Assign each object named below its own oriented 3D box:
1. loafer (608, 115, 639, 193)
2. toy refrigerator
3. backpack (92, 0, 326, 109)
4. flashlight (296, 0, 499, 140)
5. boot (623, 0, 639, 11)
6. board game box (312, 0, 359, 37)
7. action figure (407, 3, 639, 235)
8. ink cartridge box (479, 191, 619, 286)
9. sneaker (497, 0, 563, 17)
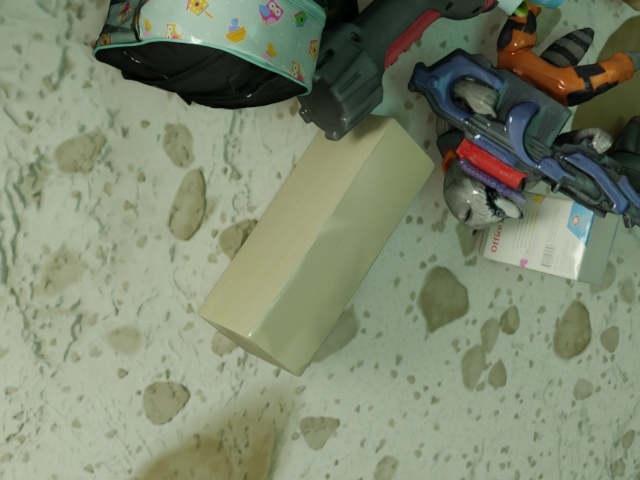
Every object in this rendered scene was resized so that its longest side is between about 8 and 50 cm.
[{"bbox_3d":[0.499,-0.081,1.510,0.267,0.096,0.084,29,77,-36],"label":"loafer"},{"bbox_3d":[0.000,0.000,1.139,0.094,0.102,0.270,42,74,-36],"label":"toy refrigerator"},{"bbox_3d":[-0.087,-0.193,0.971,0.165,0.188,0.145,21,88,-38],"label":"backpack"},{"bbox_3d":[0.091,-0.221,1.137,0.103,0.103,0.304,40,63,4],"label":"flashlight"},{"bbox_3d":[0.412,-0.435,1.358,0.207,0.090,0.248,40,79,-38],"label":"boot"},{"bbox_3d":[-0.018,-0.249,1.114,0.126,0.026,0.186,-21,113,-32],"label":"board game box"},{"bbox_3d":[0.273,-0.131,1.263,0.341,0.178,0.330,40,81,-1],"label":"action figure"},{"bbox_3d":[0.274,-0.007,1.330,0.090,0.143,0.092,12,93,-56],"label":"ink cartridge box"},{"bbox_3d":[0.129,-0.284,1.035,0.319,0.127,0.208,-35,81,-32],"label":"sneaker"}]
